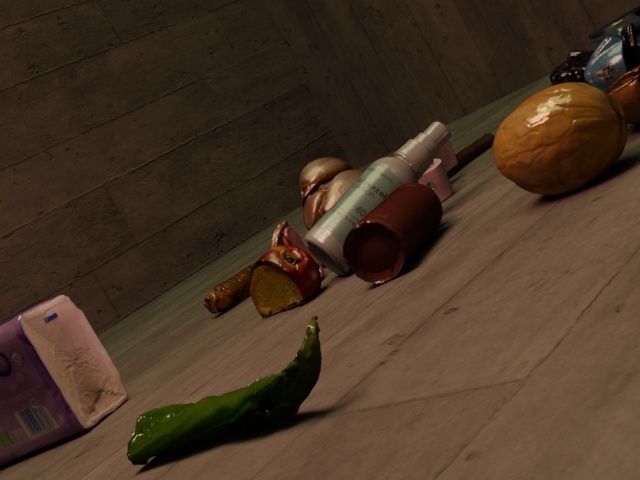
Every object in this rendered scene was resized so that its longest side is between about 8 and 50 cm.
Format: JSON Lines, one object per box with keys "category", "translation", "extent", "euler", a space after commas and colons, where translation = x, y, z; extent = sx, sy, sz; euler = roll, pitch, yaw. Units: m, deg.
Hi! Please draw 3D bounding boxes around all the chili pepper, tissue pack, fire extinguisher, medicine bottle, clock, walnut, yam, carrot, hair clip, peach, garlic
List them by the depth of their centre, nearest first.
{"category": "chili pepper", "translation": [-0.107, 0.190, 1.068], "extent": [0.359, 0.076, 0.085], "euler": [-30, 23, 39]}
{"category": "walnut", "translation": [0.350, -0.147, 1.349], "extent": [0.206, 0.159, 0.159], "euler": [-24, 8, 42]}
{"category": "walnut", "translation": [0.544, -0.244, 1.518], "extent": [0.167, 0.087, 0.211], "euler": [-34, 1, 26]}
{"category": "fire extinguisher", "translation": [0.133, -0.017, 1.588], "extent": [0.147, 0.106, 0.337], "euler": [-55, -8, 27]}
{"category": "peach", "translation": [-0.063, 0.077, 1.725], "extent": [0.092, 0.127, 0.172], "euler": [-44, -12, -37]}
{"category": "tissue pack", "translation": [-0.566, 0.275, 1.743], "extent": [0.338, 0.242, 0.160], "euler": [-25, 5, 32]}
{"category": "medicine bottle", "translation": [0.121, -0.092, 1.752], "extent": [0.352, 0.110, 0.110], "euler": [-47, 10, -13]}
{"category": "hair clip", "translation": [-0.071, 0.043, 1.833], "extent": [0.102, 0.138, 0.123], "euler": [-33, 12, 23]}
{"category": "garlic", "translation": [0.056, -0.075, 1.874], "extent": [0.160, 0.214, 0.191], "euler": [-15, 2, 30]}
{"category": "clock", "translation": [0.221, -0.147, 2.088], "extent": [0.290, 0.080, 0.275], "euler": [-37, 18, -33]}
{"category": "carrot", "translation": [-0.186, 0.105, 2.214], "extent": [0.228, 0.069, 0.069], "euler": [-33, 7, -41]}
{"category": "yam", "translation": [0.351, -0.205, 2.331], "extent": [0.045, 0.045, 0.327], "euler": [6, 29, 39]}

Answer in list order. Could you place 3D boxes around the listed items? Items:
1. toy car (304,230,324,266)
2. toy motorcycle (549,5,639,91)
{"category": "toy car", "translation": [0.000, 0.000, 2.025], "extent": [0.126, 0.098, 0.161], "euler": [-32, 8, -40]}
{"category": "toy motorcycle", "translation": [0.679, -0.391, 1.867], "extent": [0.416, 0.172, 0.232], "euler": [-21, 13, 2]}
